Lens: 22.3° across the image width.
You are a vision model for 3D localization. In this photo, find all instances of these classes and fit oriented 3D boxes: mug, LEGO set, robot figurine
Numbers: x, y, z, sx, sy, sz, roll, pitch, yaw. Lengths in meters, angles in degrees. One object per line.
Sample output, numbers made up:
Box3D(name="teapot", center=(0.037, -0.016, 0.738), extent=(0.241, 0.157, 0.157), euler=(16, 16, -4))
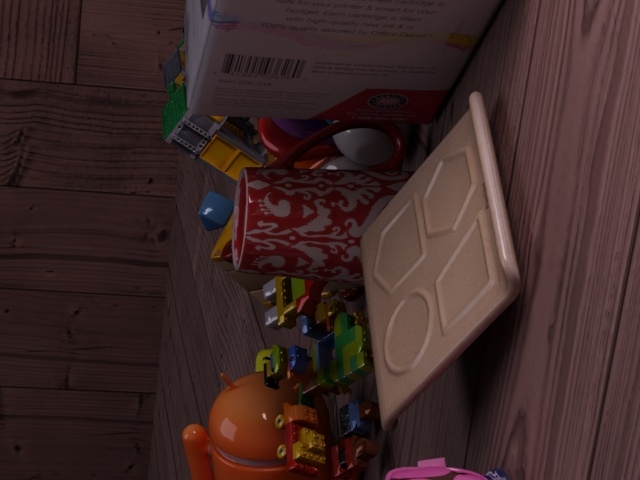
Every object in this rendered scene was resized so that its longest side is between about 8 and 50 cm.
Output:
Box3D(name="mug", center=(0.010, -0.026, 1.430), extent=(0.113, 0.169, 0.150), euler=(105, 164, -48))
Box3D(name="LEGO set", center=(-0.068, -0.196, 2.047), extent=(0.255, 0.192, 0.331), euler=(-54, 21, 9))
Box3D(name="robot figurine", center=(-0.046, 0.226, 1.653), extent=(0.158, 0.128, 0.219), euler=(26, 131, 43))

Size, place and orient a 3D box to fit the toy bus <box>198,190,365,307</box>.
Box3D(name="toy bus", center=(-0.012, -0.002, 1.649), extent=(0.191, 0.202, 0.104), euler=(95, -163, -59))

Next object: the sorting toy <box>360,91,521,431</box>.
Box3D(name="sorting toy", center=(0.093, 0.019, 1.247), extent=(0.208, 0.038, 0.193), euler=(124, 151, -41))

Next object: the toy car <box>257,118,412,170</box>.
Box3D(name="toy car", center=(0.009, -0.125, 1.562), extent=(0.182, 0.136, 0.159), euler=(109, 162, -55))

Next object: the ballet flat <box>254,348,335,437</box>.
Box3D(name="ballet flat", center=(-0.020, 0.186, 1.820), extent=(0.077, 0.077, 0.231), euler=(-55, 29, 28))

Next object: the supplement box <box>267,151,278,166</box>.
Box3D(name="supplement box", center=(-0.008, -0.155, 1.823), extent=(0.080, 0.078, 0.233), euler=(-97, 16, -46))

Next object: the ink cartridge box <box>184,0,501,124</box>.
Box3D(name="ink cartridge box", center=(0.020, -0.218, 1.299), extent=(0.306, 0.226, 0.131), euler=(117, 153, -62))

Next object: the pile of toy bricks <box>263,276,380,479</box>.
Box3D(name="pile of toy bricks", center=(0.018, 0.117, 1.536), extent=(0.105, 0.118, 0.212), euler=(-34, 48, 38))

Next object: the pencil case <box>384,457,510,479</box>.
Box3D(name="pencil case", center=(0.082, 0.265, 1.161), extent=(0.098, 0.095, 0.209), euler=(-133, 45, -72))
